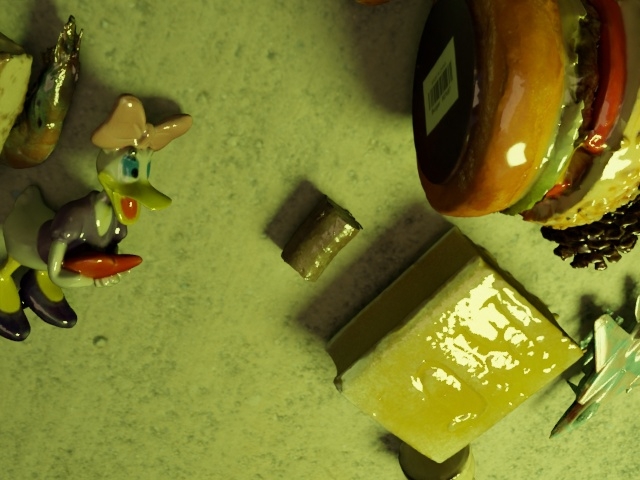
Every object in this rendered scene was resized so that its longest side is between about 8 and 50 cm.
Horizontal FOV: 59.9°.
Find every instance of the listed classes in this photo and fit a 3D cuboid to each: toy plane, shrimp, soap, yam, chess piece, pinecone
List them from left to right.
[{"bbox_3d":[-0.411,-0.212,0.766,0.143,0.052,0.251,34,107,-13],"label":"shrimp"},{"bbox_3d":[-0.001,0.000,0.886,0.084,0.084,0.127,35,104,-19],"label":"yam"},{"bbox_3d":[0.255,0.497,1.114,0.142,0.143,0.261,-20,121,4],"label":"chess piece"},{"bbox_3d":[0.222,0.183,0.952,0.335,0.156,0.293,-43,116,14],"label":"soap"},{"bbox_3d":[0.426,-0.029,0.875,0.162,0.163,0.165,-17,133,2],"label":"pinecone"},{"bbox_3d":[0.534,0.249,1.037,0.223,0.104,0.326,32,112,-17],"label":"toy plane"}]

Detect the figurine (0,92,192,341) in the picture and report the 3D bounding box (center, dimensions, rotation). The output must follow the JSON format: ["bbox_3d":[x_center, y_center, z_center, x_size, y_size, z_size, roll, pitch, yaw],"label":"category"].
[{"bbox_3d":[-0.347,-0.026,0.810,0.421,0.154,0.193,-35,78,19],"label":"figurine"}]

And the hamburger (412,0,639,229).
[{"bbox_3d":[0.264,-0.179,0.698,0.250,0.330,0.330,-1,114,-6],"label":"hamburger"}]

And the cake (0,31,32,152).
[{"bbox_3d":[-0.541,-0.173,0.627,0.282,0.290,0.256,34,109,-4],"label":"cake"}]

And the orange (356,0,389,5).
[{"bbox_3d":[0.072,-0.371,0.704,0.135,0.117,0.136,-5,115,-11],"label":"orange"}]
